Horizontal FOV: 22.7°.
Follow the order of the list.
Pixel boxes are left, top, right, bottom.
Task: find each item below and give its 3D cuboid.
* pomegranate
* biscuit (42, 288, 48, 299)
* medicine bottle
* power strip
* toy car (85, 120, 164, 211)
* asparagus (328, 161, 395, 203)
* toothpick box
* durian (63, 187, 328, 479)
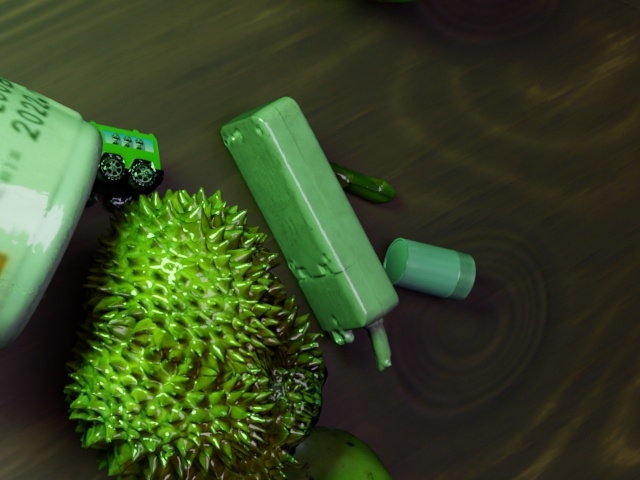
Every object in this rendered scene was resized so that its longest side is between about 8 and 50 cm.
[{"bbox_3d":[0.007,0.268,1.511,0.209,0.180,0.180,33,68,-52],"label":"pomegranate"},{"bbox_3d":[-0.384,0.038,1.377,0.289,0.038,0.141,-22,96,-29],"label":"biscuit"},{"bbox_3d":[-0.379,-0.074,1.270,0.371,0.211,0.211,25,73,-15],"label":"medicine bottle"},{"bbox_3d":[0.000,0.000,1.562,0.053,0.093,0.288,-33,101,-30],"label":"power strip"},{"bbox_3d":[-0.228,-0.075,1.460,0.165,0.071,0.063,10,65,-28],"label":"toy car"},{"bbox_3d":[0.027,-0.064,1.624,0.108,0.021,0.025,21,71,-25],"label":"asparagus"},{"bbox_3d":[0.113,0.030,1.645,0.083,0.052,0.052,14,78,-26],"label":"toothpick box"},{"bbox_3d":[-0.120,0.100,1.399,0.224,0.291,0.291,-16,94,15],"label":"durian"}]
